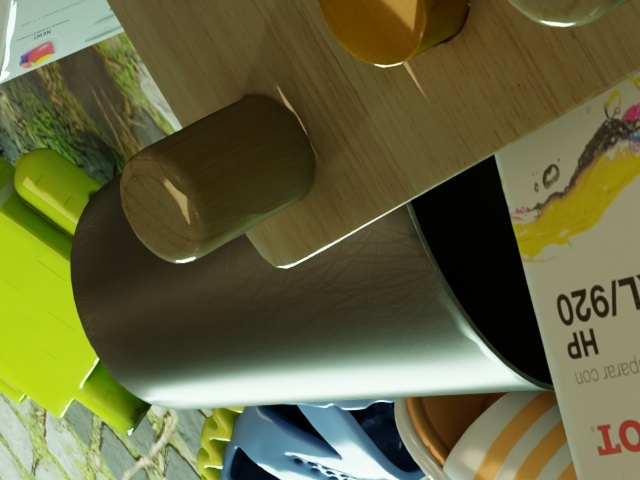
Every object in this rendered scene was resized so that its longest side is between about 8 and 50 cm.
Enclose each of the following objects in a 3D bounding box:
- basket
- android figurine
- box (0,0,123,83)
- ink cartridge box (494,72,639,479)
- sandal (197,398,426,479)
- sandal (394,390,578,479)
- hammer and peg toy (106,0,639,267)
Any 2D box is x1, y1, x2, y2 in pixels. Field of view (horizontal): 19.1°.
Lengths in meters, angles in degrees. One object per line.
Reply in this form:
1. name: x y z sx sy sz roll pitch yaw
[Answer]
1. basket: 0.000 0.000 0.925 0.227 0.154 0.204 -20 94 39
2. android figurine: -0.223 0.028 1.405 0.273 0.056 0.248 36 137 2
3. box: -0.116 -0.175 1.045 0.038 0.145 0.186 53 152 18
4. ink cartridge box: 0.167 -0.046 0.603 0.171 0.168 0.233 -19 84 55
5. sandal: 0.011 0.103 1.127 0.138 0.126 0.317 39 147 27
6. sandal: 0.157 0.130 0.944 0.265 0.102 0.076 40 146 17
7. hammer and peg toy: -0.036 -0.182 0.523 0.266 0.127 0.361 -31 91 52
